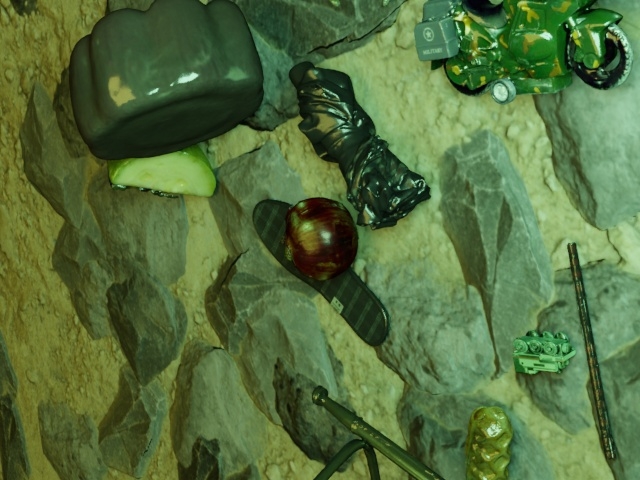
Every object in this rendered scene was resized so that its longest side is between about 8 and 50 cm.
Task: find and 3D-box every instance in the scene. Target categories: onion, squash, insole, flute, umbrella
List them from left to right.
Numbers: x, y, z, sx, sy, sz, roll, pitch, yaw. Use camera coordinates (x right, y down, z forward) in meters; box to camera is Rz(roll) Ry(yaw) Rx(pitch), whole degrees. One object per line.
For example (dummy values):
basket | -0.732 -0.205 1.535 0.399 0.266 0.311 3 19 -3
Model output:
squash | -0.267 -0.166 1.931 0.252 0.169 0.093 -110 30 -60
insole | -0.003 0.042 1.714 0.309 0.012 0.110 47 131 28
onion | 0.000 0.000 1.622 0.119 0.118 0.117 10 131 46
umbrella | 0.036 -0.133 1.553 0.110 0.122 0.272 -36 64 1
flute | 0.324 0.134 1.385 0.014 0.014 0.269 -6 97 48

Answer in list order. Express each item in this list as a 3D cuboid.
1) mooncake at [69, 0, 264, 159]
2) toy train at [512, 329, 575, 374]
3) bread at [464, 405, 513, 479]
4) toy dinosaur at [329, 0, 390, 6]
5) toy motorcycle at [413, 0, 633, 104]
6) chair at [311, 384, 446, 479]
mooncake | -0.221 -0.233 1.670 0.306 0.306 0.154 -24 78 48
toy train | 0.275 0.140 1.426 0.083 0.033 0.053 1 108 47
bread | 0.218 0.266 1.507 0.066 0.060 0.110 -130 38 -65
toy dinosaur | 0.020 -0.399 1.511 0.294 0.077 0.162 28 118 23
toy motorcycle | 0.220 -0.252 1.302 0.275 0.125 0.187 2 112 47
chair | 0.087 0.476 1.485 0.410 0.365 0.362 13 126 34
